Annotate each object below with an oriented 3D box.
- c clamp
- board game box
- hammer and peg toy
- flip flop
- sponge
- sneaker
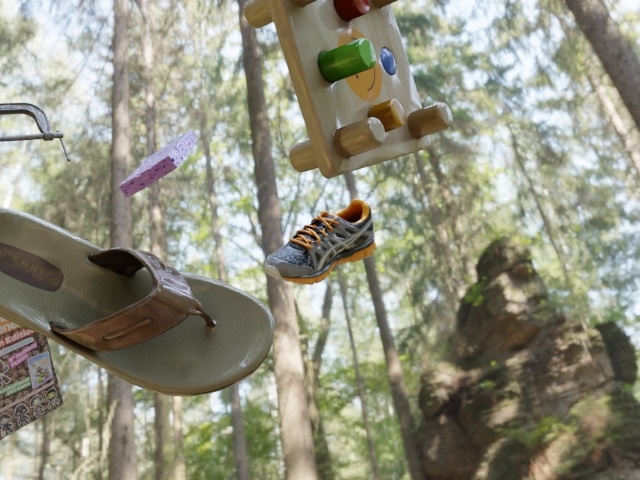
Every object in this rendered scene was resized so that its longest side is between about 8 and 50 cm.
[{"bbox_3d":[-0.535,-0.196,1.412,0.161,0.137,0.022,-4,-32,-33],"label":"c clamp"},{"bbox_3d":[-0.621,0.178,1.468,0.141,0.232,0.291,-28,-57,-42],"label":"board game box"},{"bbox_3d":[0.032,-0.271,1.004,0.127,0.361,0.266,-14,4,37],"label":"hammer and peg toy"},{"bbox_3d":[-0.169,0.045,0.660,0.277,0.112,0.080,25,-26,-10],"label":"flip flop"},{"bbox_3d":[-0.309,-0.152,1.551,0.117,0.210,0.031,-30,-73,13],"label":"sponge"},{"bbox_3d":[0.000,0.000,1.163,0.215,0.084,0.083,-26,-51,-44],"label":"sneaker"}]
